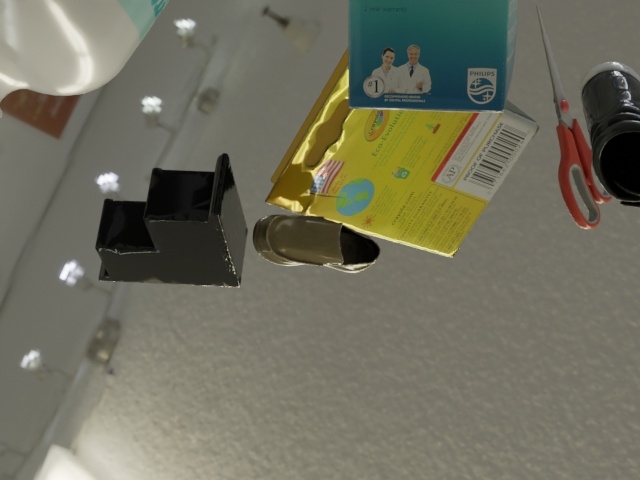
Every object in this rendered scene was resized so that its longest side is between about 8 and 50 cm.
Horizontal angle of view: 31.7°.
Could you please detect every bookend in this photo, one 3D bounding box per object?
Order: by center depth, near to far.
[{"bbox_3d":[-0.164,-0.020,1.156,0.156,0.157,0.072,80,13,-61],"label":"bookend"}]

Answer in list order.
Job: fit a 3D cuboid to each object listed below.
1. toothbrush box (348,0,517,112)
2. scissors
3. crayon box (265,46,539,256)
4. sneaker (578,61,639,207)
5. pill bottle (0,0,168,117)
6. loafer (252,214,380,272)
[{"bbox_3d":[0.097,-0.266,0.901,0.216,0.126,0.296,-54,145,-70],"label":"toothbrush box"},{"bbox_3d":[0.321,-0.157,1.493,0.021,0.297,0.109,-4,-152,50],"label":"scissors"},{"bbox_3d":[0.085,-0.108,1.292,0.202,0.318,0.081,-58,-133,17],"label":"crayon box"},{"bbox_3d":[0.399,-0.061,1.298,0.104,0.295,0.147,-34,-157,32],"label":"sneaker"},{"bbox_3d":[-0.105,-0.161,0.450,0.264,0.146,0.146,-58,-152,-8],"label":"pill bottle"},{"bbox_3d":[0.000,0.000,1.156,0.050,0.148,0.056,-19,-112,54],"label":"loafer"}]
